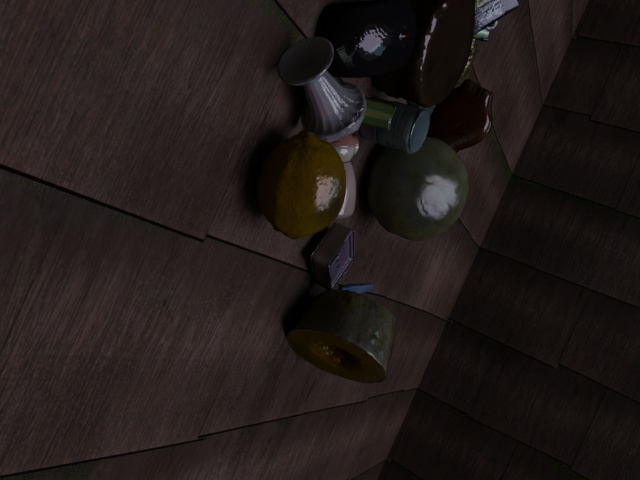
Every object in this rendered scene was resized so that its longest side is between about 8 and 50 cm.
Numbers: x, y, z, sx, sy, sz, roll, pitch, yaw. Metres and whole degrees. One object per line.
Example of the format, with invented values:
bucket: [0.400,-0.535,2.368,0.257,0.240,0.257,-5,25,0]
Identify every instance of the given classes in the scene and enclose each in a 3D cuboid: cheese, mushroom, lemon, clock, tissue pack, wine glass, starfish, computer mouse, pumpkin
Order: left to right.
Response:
lemon: [-0.042,-0.121,1.265,0.204,0.204,0.260,-24,131,-54]
wine glass: [0.000,-0.335,1.237,0.164,0.165,0.196,-60,145,-13]
cheese: [0.001,0.000,1.648,0.047,0.017,0.111,-20,129,-59]
clock: [0.040,0.051,1.668,0.147,0.071,0.192,-55,162,-21]
pumpkin: [0.080,0.287,1.728,0.332,0.332,0.199,76,32,-51]
computer mouse: [0.120,-0.474,1.309,0.269,0.100,0.170,-22,131,-28]
mushroom: [0.312,-0.170,1.801,0.352,0.260,0.352,-5,109,-15]
starfish: [0.522,-0.656,2.023,0.347,0.078,0.358,-58,153,-21]
tissue pack: [0.446,-0.745,1.602,0.185,0.081,0.257,-31,120,5]

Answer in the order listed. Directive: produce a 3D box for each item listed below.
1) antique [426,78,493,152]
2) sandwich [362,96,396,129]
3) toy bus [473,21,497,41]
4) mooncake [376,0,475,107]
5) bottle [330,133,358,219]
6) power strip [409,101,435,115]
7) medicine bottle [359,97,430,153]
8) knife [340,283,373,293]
antique: [0.494,-0.427,1.973,0.129,0.224,0.278,-21,140,-62]
sandwich: [0.130,-0.344,1.496,0.074,0.116,0.074,-16,124,-58]
toy bus: [0.472,-0.773,1.717,0.165,0.133,0.276,3,114,-18]
mooncake: [0.286,-0.547,1.545,0.324,0.187,0.324,-39,143,-38]
bottle: [0.025,-0.183,1.415,0.148,0.148,0.236,-20,121,-55]
power strip: [0.338,-0.438,1.866,0.215,0.061,0.145,-63,154,-9]
medicine bottle: [0.213,-0.333,1.599,0.135,0.169,0.135,-43,146,-38]
knife: [0.139,0.181,2.051,0.313,0.019,0.044,4,115,-63]
